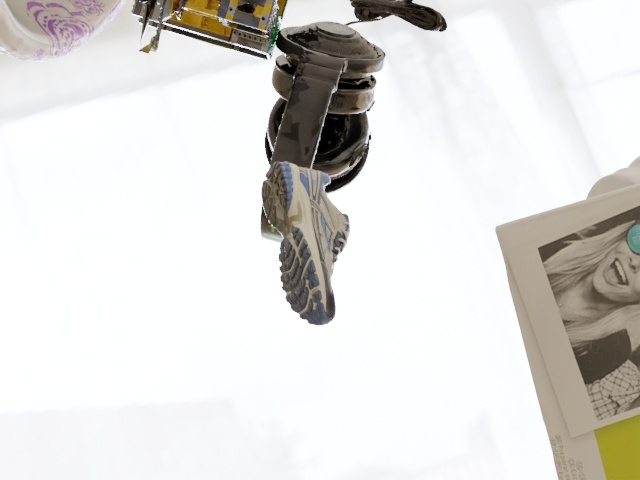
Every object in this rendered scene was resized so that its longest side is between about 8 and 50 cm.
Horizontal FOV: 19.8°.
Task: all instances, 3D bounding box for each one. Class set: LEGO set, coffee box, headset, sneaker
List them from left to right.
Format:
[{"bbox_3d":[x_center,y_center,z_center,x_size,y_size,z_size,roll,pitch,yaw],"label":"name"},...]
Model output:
[{"bbox_3d":[-0.123,-0.329,2.034,0.192,0.254,0.331,16,8,0],"label":"LEGO set"},{"bbox_3d":[0.000,0.000,1.380,0.058,0.135,0.052,1,-27,-27],"label":"sneaker"},{"bbox_3d":[0.030,-0.161,2.192,0.185,0.394,0.243,14,-40,4],"label":"headset"},{"bbox_3d":[0.392,0.104,1.408,0.334,0.338,0.338,-18,-8,35],"label":"coffee box"}]

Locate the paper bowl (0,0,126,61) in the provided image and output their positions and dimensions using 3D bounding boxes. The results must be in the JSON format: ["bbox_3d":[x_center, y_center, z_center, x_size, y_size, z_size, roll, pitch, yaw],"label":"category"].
[{"bbox_3d":[-0.218,-0.277,1.280,0.148,0.284,0.284,18,1,19],"label":"paper bowl"}]

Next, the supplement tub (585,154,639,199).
[{"bbox_3d":[0.432,-0.025,1.928,0.272,0.191,0.191,-18,-11,-26],"label":"supplement tub"}]
